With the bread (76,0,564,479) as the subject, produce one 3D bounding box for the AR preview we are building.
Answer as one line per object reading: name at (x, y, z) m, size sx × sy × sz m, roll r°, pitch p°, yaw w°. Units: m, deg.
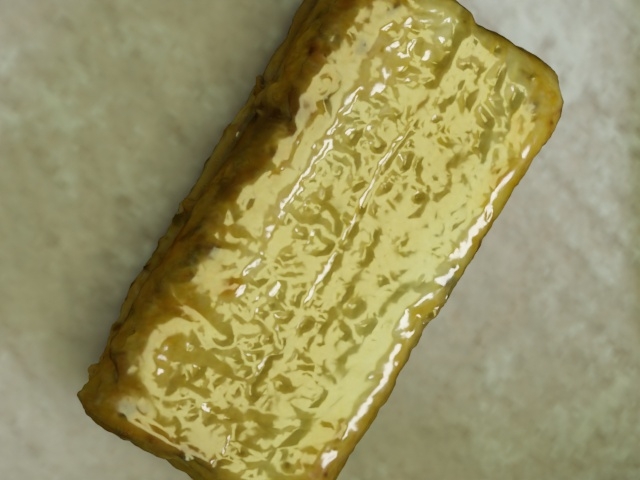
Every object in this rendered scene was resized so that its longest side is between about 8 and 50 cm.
bread at (0.000, 0.000, 0.457) m, size 0.114 × 0.083 × 0.211 m, roll 33°, pitch 88°, yaw -15°
